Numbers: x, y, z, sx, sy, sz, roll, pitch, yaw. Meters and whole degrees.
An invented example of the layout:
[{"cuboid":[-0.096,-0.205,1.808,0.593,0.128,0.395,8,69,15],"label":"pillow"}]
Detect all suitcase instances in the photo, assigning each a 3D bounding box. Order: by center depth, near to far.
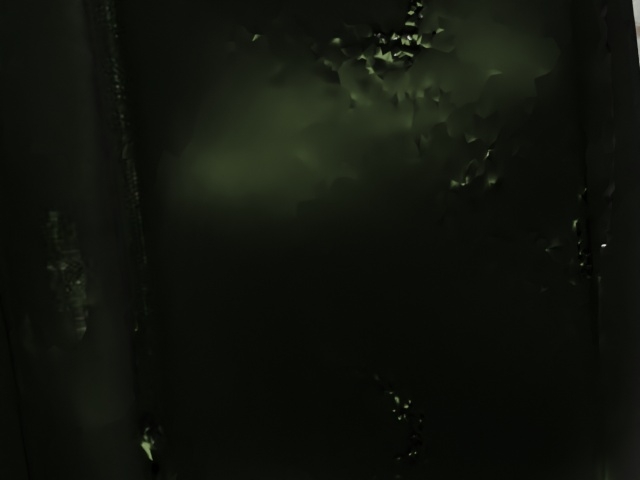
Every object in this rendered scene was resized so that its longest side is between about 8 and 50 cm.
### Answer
[{"cuboid":[-0.027,-0.014,0.565,0.339,0.345,0.188,-5,-167,1],"label":"suitcase"}]
